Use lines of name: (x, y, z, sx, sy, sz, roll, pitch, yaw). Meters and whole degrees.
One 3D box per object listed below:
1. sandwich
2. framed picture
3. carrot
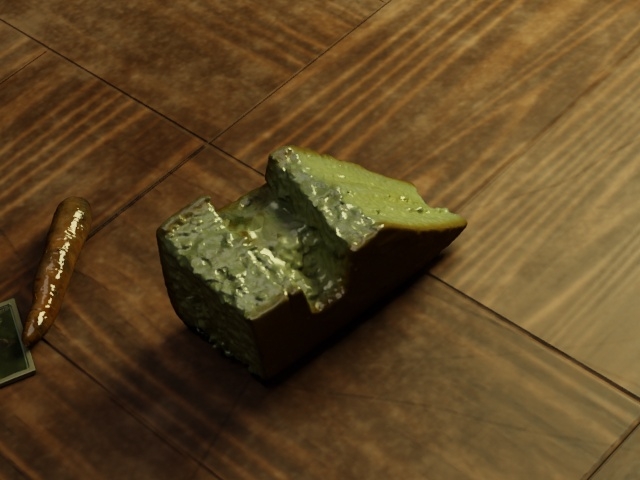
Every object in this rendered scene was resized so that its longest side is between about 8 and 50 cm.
sandwich: (0.000, 0.000, 1.132, 0.236, 0.128, 0.122, -35, 58, -19)
framed picture: (-0.280, 0.091, 1.186, 0.066, 0.006, 0.089, -20, 47, -8)
carrot: (-0.229, 0.025, 1.218, 0.036, 0.035, 0.165, 0, 48, 12)
